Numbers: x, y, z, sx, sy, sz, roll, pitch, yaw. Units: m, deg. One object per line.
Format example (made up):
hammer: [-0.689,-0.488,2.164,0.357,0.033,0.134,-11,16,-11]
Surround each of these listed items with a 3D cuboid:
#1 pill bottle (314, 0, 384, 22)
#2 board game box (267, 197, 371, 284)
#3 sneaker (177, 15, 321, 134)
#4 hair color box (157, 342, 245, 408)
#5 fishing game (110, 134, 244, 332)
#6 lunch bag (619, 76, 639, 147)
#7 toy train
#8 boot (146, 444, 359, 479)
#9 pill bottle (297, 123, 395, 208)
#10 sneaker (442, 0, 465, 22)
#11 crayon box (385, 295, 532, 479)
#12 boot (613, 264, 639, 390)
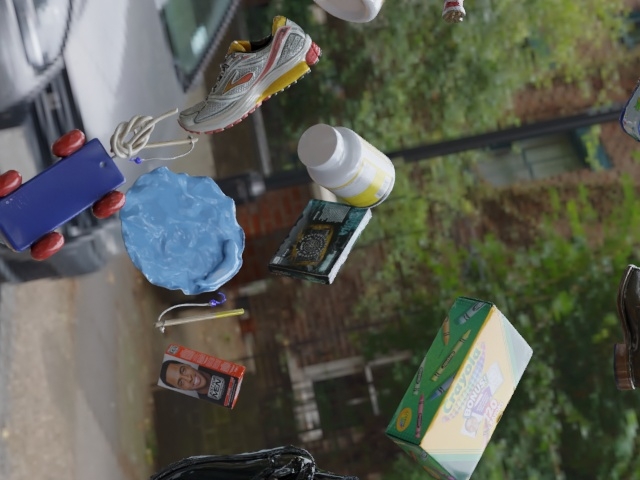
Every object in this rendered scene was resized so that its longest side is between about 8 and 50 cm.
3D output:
pill bottle: [0.079,-0.463,1.873,0.229,0.131,0.131,-61,168,-15]
board game box: [0.000,0.000,2.215,0.186,0.126,0.026,-58,147,-37]
sneaker: [-0.112,-0.232,1.702,0.093,0.225,0.088,50,13,-20]
hair color box: [-0.211,0.240,2.151,0.043,0.141,0.072,-62,168,-64]
fishing game: [-0.189,-0.013,1.644,0.041,0.189,0.264,-32,-105,52]
lunch bag: [0.622,-0.208,2.032,0.176,0.219,0.090,-62,-160,9]
toy train: [-0.285,-0.075,1.441,0.105,0.248,0.143,58,-23,-11]
boot: [-0.088,0.313,1.448,0.207,0.246,0.094,-178,-102,-72]
pill bottle: [0.040,-0.125,1.994,0.184,0.103,0.103,30,43,-55]
sneaker: [0.244,-0.439,2.221,0.118,0.042,0.067,-28,118,-85]
crayon box: [0.239,0.256,2.060,0.165,0.081,0.278,46,66,-40]
boot: [0.501,0.128,1.816,0.082,0.106,0.219,56,37,-45]
